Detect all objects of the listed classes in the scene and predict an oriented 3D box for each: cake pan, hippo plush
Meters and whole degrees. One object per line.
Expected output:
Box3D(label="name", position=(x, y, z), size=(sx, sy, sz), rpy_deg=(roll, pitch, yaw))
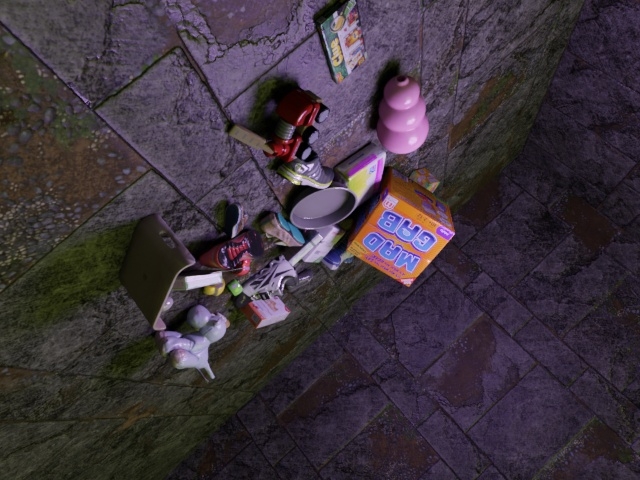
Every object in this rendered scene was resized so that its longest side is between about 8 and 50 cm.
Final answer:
Box3D(label="cake pan", position=(0.008, -0.147, 1.910), size=(0.294, 0.054, 0.293), rpy_deg=(-15, 152, -8))
Box3D(label="hippo plush", position=(-0.503, 0.401, 1.880), size=(0.236, 0.294, 0.234), rpy_deg=(-52, 176, -6))

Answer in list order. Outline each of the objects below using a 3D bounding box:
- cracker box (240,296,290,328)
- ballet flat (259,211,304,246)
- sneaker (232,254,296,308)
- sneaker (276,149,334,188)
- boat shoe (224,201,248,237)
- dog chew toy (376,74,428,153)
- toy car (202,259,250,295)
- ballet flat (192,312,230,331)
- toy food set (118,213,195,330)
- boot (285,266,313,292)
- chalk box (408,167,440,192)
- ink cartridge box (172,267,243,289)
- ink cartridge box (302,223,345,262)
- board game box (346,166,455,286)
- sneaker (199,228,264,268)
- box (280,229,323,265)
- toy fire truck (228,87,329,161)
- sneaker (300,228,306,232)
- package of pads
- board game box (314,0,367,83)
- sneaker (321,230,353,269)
Box3D(label="cracker box", position=(-0.278, 0.340, 2.282), size=(0.067, 0.156, 0.232), rpy_deg=(-54, 157, 22))
Box3D(label="ballet flat", position=(-0.166, -0.036, 1.905), size=(0.106, 0.107, 0.316), rpy_deg=(-26, 154, 9))
Box3D(label="sneaker", position=(-0.256, 0.224, 2.133), size=(0.331, 0.146, 0.122), rpy_deg=(-41, 159, -3))
Box3D(label="sneaker", position=(-0.031, -0.268, 1.686), size=(0.300, 0.111, 0.121), rpy_deg=(-8, 135, -58))
Box3D(label="boat shoe", position=(-0.297, -0.083, 1.625), size=(0.066, 0.066, 0.183), rpy_deg=(-34, 167, -35))
Box3D(label="dog chew toy", position=(0.313, -0.491, 1.767), size=(0.207, 0.206, 0.331), rpy_deg=(-39, 150, -12))
Box3D(label="toy car", position=(-0.376, 0.187, 1.975), size=(0.239, 0.053, 0.225), rpy_deg=(-38, 157, -14))
Box3D(label="ballet flat", position=(-0.484, 0.367, 2.089), size=(0.232, 0.080, 0.073), rpy_deg=(3, 118, -62))
Box3D(label="toy food set", position=(-0.494, 0.100, 1.394), size=(0.093, 0.219, 0.306), rpy_deg=(-13, 142, -51))
Box3D(label="boot", position=(-0.126, 0.180, 2.388), size=(0.190, 0.076, 0.208), rpy_deg=(-40, 151, -15))
Box3D(label="chalk box", position=(0.551, -0.286, 2.610), size=(0.133, 0.132, 0.213), rpy_deg=(-18, 147, -46))
Box3D(label="ink cartridge box", position=(-0.414, 0.137, 1.634), size=(0.171, 0.235, 0.056), rpy_deg=(-9, 95, -54))
Box3D(label="ink cartridge box", position=(0.000, 0.000, 2.231), size=(0.219, 0.092, 0.160), rpy_deg=(-49, 158, 13))
Box3D(label="board game box", position=(0.382, -0.074, 2.228), size=(0.356, 0.357, 0.356), rpy_deg=(-56, -172, 28))
Box3D(label="sneaker", position=(-0.335, 0.032, 1.734), size=(0.136, 0.115, 0.314), rpy_deg=(-8, -173, 28))
Box3D(label="box", position=(-0.087, 0.021, 2.075), size=(0.186, 0.145, 0.038), rpy_deg=(-42, 114, -3))
Box3D(label="toy fire truck", position=(-0.126, -0.342, 1.369), size=(0.246, 0.159, 0.217), rpy_deg=(-33, 158, -51))
Box3D(label="sneaker", position=(-0.044, -0.078, 2.065), size=(0.119, 0.057, 0.047), rpy_deg=(-38, 155, -18))
Box3D(label="package of pads", position=(0.165, -0.262, 2.034), size=(0.229, 0.101, 0.296), rpy_deg=(-37, 157, -18))
Box3D(label="board game box", position=(0.068, -0.595, 1.367), size=(0.136, 0.030, 0.259), rpy_deg=(-41, 158, -2))
Box3D(label="sneaker", position=(0.123, 0.037, 2.496), size=(0.316, 0.127, 0.182), rpy_deg=(-18, 144, -60))
